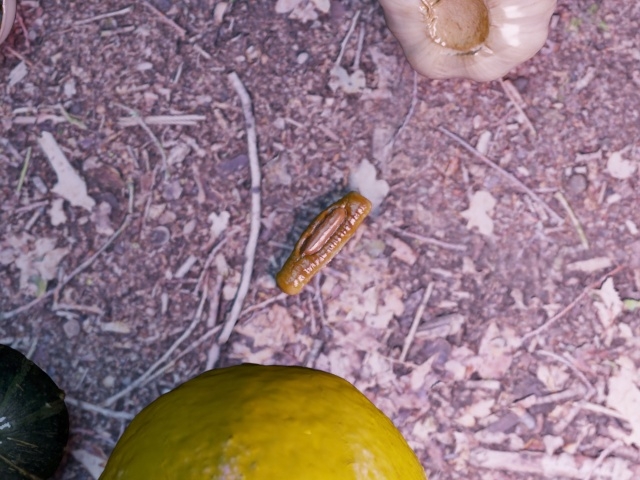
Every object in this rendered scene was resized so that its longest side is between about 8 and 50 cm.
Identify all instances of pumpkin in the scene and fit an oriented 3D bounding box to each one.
[{"bbox_3d":[-0.353,0.197,1.676,0.190,0.146,0.190,6,74,-21],"label":"pumpkin"}]

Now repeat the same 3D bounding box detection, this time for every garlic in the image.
[{"bbox_3d":[0.164,-0.292,1.783,0.199,0.199,0.226,8,40,11],"label":"garlic"}]

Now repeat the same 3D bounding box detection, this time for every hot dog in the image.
[{"bbox_3d":[0.000,0.000,1.754,0.044,0.028,0.137,39,82,25],"label":"hot dog"}]

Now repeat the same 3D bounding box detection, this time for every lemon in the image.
[{"bbox_3d":[-0.054,0.268,1.505,0.364,0.364,0.364,-3,71,8],"label":"lemon"}]

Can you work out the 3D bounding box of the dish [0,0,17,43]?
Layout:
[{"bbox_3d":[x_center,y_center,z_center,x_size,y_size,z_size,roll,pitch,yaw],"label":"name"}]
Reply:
[{"bbox_3d":[-0.381,-0.285,1.884,0.141,0.078,0.141,14,113,37],"label":"dish"}]
